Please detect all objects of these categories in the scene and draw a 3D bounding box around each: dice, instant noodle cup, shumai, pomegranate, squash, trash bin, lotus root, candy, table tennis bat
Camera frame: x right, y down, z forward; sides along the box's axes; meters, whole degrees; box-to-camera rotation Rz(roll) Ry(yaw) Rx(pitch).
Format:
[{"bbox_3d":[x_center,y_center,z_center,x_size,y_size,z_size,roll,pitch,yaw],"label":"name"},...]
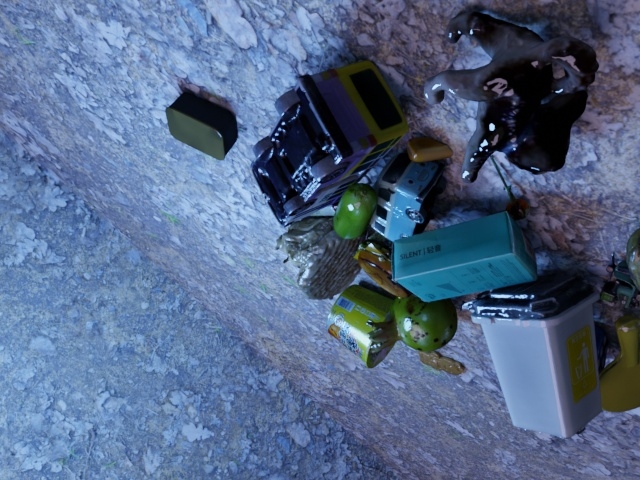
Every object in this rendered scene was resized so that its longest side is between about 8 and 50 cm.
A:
[{"bbox_3d":[0.714,0.312,1.744,0.146,0.143,0.146,9,144,37],"label":"dice"},{"bbox_3d":[0.156,0.289,2.187,0.200,0.264,0.264,28,153,26],"label":"instant noodle cup"},{"bbox_3d":[0.000,0.000,1.995,0.262,0.267,0.314,52,132,31],"label":"shumai"},{"bbox_3d":[0.287,0.247,1.975,0.285,0.231,0.231,-11,137,14],"label":"pomegranate"},{"bbox_3d":[0.086,-0.065,1.652,0.101,0.101,0.379,32,168,1],"label":"squash"},{"bbox_3d":[0.556,0.287,1.606,0.296,0.255,0.368,-5,101,52],"label":"trash bin"},{"bbox_3d":[0.748,0.072,1.331,0.154,0.154,0.278,2,136,44],"label":"lotus root"},{"bbox_3d":[0.436,-0.123,1.459,0.055,0.049,0.185,-24,114,22],"label":"candy"},{"bbox_3d":[0.820,0.333,1.656,0.054,0.224,0.369,-109,-5,-55],"label":"table tennis bat"}]

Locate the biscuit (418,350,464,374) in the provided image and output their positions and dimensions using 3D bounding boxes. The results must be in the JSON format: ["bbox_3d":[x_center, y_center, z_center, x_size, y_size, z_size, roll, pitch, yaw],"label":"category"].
[{"bbox_3d":[0.458,0.470,2.387,0.184,0.027,0.133,23,149,18],"label":"biscuit"}]

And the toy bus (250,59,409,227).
[{"bbox_3d":[0.004,-0.220,1.515,0.209,0.249,0.440,61,152,8],"label":"toy bus"}]

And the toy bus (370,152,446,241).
[{"bbox_3d":[0.215,-0.106,1.608,0.164,0.133,0.271,30,155,15],"label":"toy bus"}]

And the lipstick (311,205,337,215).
[{"bbox_3d":[-0.013,-0.102,1.937,0.312,0.051,0.051,2,136,44],"label":"lipstick"}]

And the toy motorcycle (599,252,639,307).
[{"bbox_3d":[0.727,0.100,1.487,0.100,0.058,0.173,25,154,27],"label":"toy motorcycle"}]

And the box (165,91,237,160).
[{"bbox_3d":[-0.349,-0.343,1.857,0.201,0.090,0.144,27,152,13],"label":"box"}]

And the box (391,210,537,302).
[{"bbox_3d":[0.358,0.048,1.564,0.311,0.118,0.205,-16,148,30],"label":"box"}]

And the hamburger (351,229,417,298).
[{"bbox_3d":[0.217,0.063,1.825,0.243,0.139,0.261,40,168,-5],"label":"hamburger"}]

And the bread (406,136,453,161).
[{"bbox_3d":[0.256,-0.217,1.486,0.049,0.103,0.062,104,151,-50],"label":"bread"}]

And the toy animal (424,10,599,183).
[{"bbox_3d":[0.380,-0.239,1.162,0.302,0.194,0.344,13,152,43],"label":"toy animal"}]
